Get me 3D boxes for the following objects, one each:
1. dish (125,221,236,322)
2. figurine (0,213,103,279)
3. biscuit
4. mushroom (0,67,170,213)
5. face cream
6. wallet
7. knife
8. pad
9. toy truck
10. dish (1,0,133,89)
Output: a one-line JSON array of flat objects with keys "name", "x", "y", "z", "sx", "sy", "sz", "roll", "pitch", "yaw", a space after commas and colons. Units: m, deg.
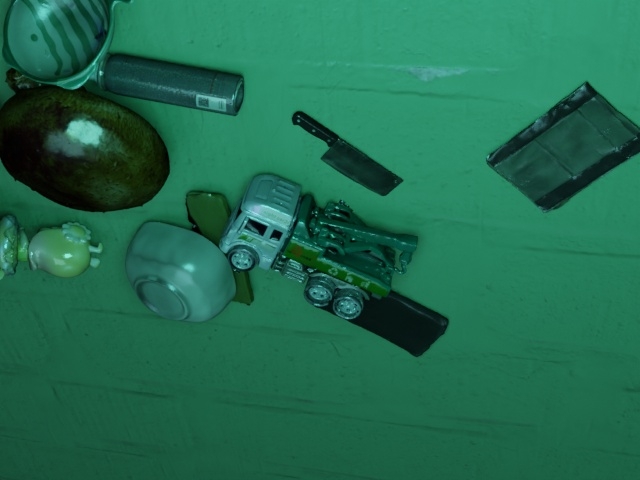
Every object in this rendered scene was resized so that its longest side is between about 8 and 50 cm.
[{"name": "dish", "x": -0.313, "y": 0.087, "z": 1.797, "sx": 0.256, "sy": 0.117, "sz": 0.256, "roll": 18, "pitch": 140, "yaw": 16}, {"name": "figurine", "x": -0.674, "y": 0.032, "z": 1.805, "sx": 0.395, "sy": 0.274, "sz": 0.226, "roll": 5, "pitch": 141, "yaw": -15}, {"name": "biscuit", "x": -0.213, "y": 0.016, "z": 1.787, "sx": 0.099, "sy": 0.038, "sz": 0.322, "roll": 5, "pitch": 134, "yaw": 18}, {"name": "mushroom", "x": -0.438, "y": -0.162, "z": 1.539, "sx": 0.345, "sy": 0.345, "sz": 0.239, "roll": 28, "pitch": 96, "yaw": -11}, {"name": "face cream", "x": -0.278, "y": -0.280, "z": 1.491, "sx": 0.284, "sy": 0.073, "sz": 0.073, "roll": 11, "pitch": 135, "yaw": 5}, {"name": "wallet", "x": 0.131, "y": 0.157, "z": 1.835, "sx": 0.285, "sy": 0.030, "sz": 0.146, "roll": 26, "pitch": 132, "yaw": -12}, {"name": "knife", "x": 0.039, "y": -0.156, "z": 1.562, "sx": 0.245, "sy": 0.019, "sz": 0.072, "roll": 33, "pitch": 135, "yaw": -18}, {"name": "pad", "x": 0.424, "y": -0.155, "z": 1.452, "sx": 0.174, "sy": 0.022, "sz": 0.233, "roll": 35, "pitch": 131, "yaw": -17}, {"name": "toy truck", "x": -0.005, "y": 0.005, "z": 1.637, "sx": 0.364, "sy": 0.176, "sz": 0.178, "roll": 20, "pitch": 127, "yaw": -5}, {"name": "dish", "x": -0.416, "y": -0.359, "z": 1.422, "sx": 0.246, "sy": 0.224, "sz": 0.078, "roll": -31, "pitch": 168, "yaw": 7}]
